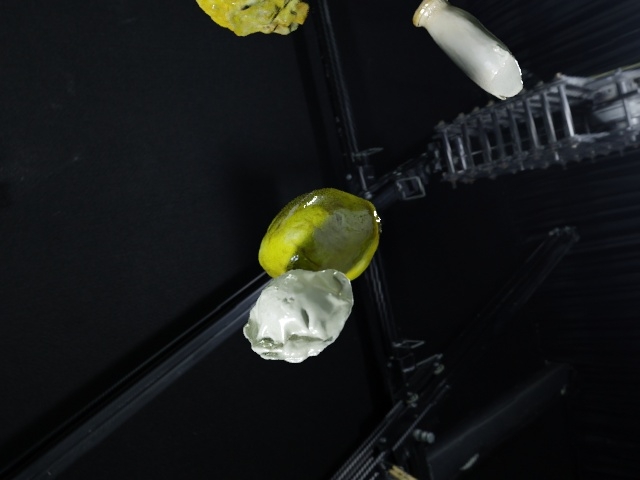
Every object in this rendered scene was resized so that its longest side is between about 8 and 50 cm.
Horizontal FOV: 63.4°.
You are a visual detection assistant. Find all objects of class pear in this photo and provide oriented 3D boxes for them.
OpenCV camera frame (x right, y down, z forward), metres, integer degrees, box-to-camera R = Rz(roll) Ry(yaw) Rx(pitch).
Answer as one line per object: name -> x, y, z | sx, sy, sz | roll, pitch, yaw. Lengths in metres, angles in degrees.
pear -> 0.000, 0.000, 1.308 | 0.269, 0.321, 0.269 | 52, -153, -42

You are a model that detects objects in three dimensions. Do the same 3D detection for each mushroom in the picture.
mushroom -> 0.449, -0.597, 1.576 | 0.407, 0.137, 0.154 | 47, -154, 13

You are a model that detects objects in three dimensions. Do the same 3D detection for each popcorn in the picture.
popcorn -> -0.151, -0.536, 1.113 | 0.266, 0.233, 0.192 | 25, -124, -25

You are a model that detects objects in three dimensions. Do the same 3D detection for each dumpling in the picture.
dumpling -> -0.044, 0.160, 1.102 | 0.258, 0.193, 0.147 | -31, -42, 2
